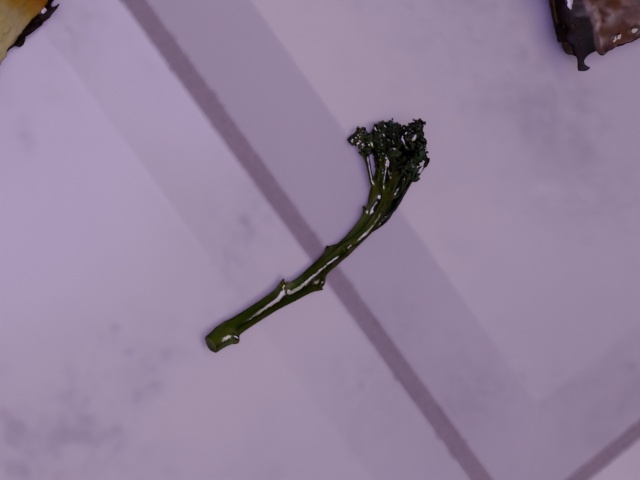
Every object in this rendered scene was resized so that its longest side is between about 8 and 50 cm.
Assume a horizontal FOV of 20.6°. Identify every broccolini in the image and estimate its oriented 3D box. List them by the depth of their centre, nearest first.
[{"bbox_3d":[0.005,0.003,1.104,0.052,0.054,0.194,41,85,-31],"label":"broccolini"}]

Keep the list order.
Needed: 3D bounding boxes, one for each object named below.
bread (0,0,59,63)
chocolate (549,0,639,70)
[{"bbox_3d":[-0.231,-0.189,1.007,0.178,0.142,0.266,30,84,3],"label":"bread"},{"bbox_3d":[0.286,-0.214,1.148,0.329,0.065,0.102,-21,116,-10],"label":"chocolate"}]
